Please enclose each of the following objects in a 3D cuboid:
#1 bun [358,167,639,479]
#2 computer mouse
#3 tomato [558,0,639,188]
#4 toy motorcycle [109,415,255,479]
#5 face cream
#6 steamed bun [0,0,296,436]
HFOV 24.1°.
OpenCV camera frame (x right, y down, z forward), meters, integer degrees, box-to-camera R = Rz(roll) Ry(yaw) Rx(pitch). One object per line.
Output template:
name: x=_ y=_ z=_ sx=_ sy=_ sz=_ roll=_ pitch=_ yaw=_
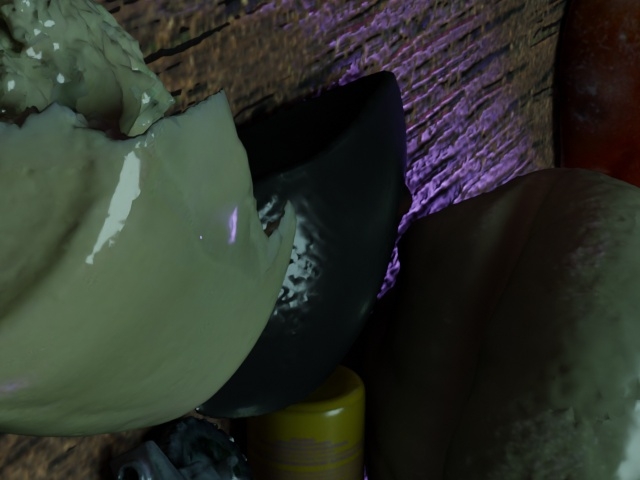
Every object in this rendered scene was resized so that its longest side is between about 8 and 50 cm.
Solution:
bun: x=0.131 y=0.116 z=1.045 sx=0.365 sy=0.219 sz=0.365 roll=8 pitch=90 yaw=-83
computer mouse: x=0.004 y=0.001 z=0.934 sx=0.295 sy=0.087 sz=0.168 roll=-38 pitch=135 yaw=-52
tomato: x=0.345 y=-0.153 z=1.433 sx=0.338 sy=0.144 sz=0.338 roll=-25 pitch=120 yaw=-54
toy motorcycle: x=-0.048 y=0.232 z=0.836 sx=0.159 sy=0.106 sz=0.270 roll=-7 pitch=70 yaw=-62
face cream: x=-0.009 y=0.217 z=0.999 sx=0.078 sy=0.078 sz=0.273 roll=-30 pitch=126 yaw=-53
steamed bun: x=-0.104 y=-0.024 z=0.624 sx=0.225 sy=0.170 sz=0.200 roll=25 pitch=48 yaw=-67
